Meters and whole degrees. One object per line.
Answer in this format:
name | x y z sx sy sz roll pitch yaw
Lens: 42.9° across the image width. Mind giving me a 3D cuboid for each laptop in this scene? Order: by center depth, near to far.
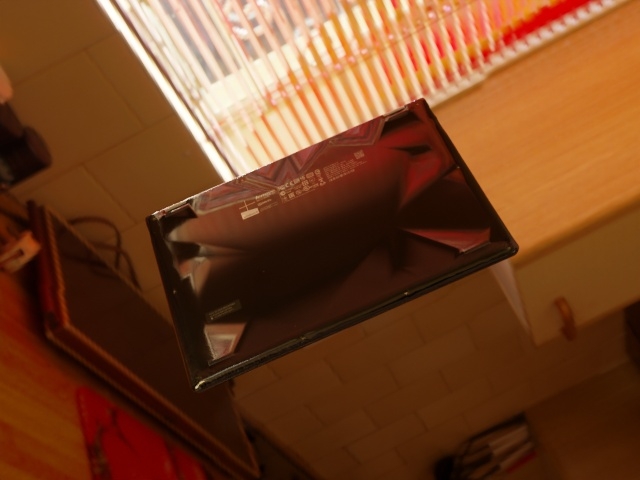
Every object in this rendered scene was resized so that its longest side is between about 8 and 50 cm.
laptop | 0.000 0.000 1.069 0.236 0.382 0.408 66 0 -52
